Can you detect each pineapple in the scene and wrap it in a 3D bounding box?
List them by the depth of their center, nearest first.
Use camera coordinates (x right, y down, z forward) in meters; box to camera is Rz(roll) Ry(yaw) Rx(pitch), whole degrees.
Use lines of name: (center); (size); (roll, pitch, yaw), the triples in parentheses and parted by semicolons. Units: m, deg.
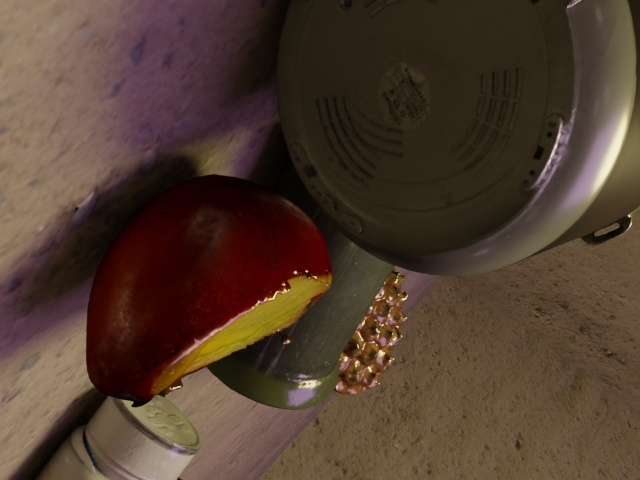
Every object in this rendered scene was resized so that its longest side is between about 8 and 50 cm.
pineapple: (0.044, 0.035, 1.191); (0.223, 0.222, 0.358); (-15, 122, -70)

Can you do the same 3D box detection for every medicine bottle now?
medicine bottle: (-0.259, 0.300, 0.908); (0.258, 0.143, 0.143); (-52, 167, 3)

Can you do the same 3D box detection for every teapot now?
teapot: (0.000, 0.000, 0.964); (0.270, 0.200, 0.337); (-87, -157, -59)

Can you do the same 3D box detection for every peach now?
peach: (-0.106, 0.027, 0.694); (0.267, 0.154, 0.159); (-21, 157, -49)

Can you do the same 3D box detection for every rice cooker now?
rice cooker: (0.159, -0.148, 0.706); (0.325, 0.335, 0.335); (-15, 142, -49)

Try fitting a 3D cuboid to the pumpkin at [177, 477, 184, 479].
pumpkin: (-0.292, 0.419, 1.128); (0.222, 0.139, 0.317); (-51, 168, -16)
